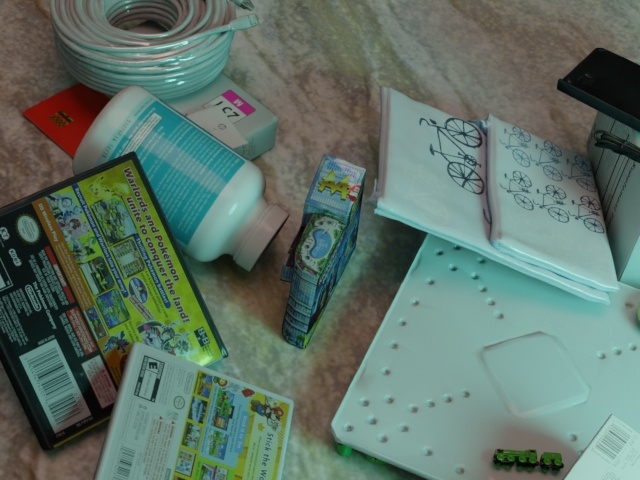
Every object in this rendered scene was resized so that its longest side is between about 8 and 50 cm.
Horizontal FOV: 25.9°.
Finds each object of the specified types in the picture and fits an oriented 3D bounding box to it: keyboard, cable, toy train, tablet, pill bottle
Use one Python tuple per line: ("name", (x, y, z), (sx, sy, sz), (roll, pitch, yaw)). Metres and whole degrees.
("keyboard", (0.448, -0.137, 1.787), (0.317, 0.033, 0.201), (31, 46, 21))
("cable", (-0.248, -0.303, 1.946), (0.257, 0.089, 0.257), (-33, 59, -31))
("toy train", (0.237, 0.250, 1.586), (0.083, 0.017, 0.023), (6, 38, -3))
("tablet", (-0.141, -0.149, 1.879), (0.054, 0.006, 0.083), (-23, 57, -26))
("pill bottle", (-0.172, -0.071, 1.768), (0.264, 0.146, 0.146), (35, 51, 2))

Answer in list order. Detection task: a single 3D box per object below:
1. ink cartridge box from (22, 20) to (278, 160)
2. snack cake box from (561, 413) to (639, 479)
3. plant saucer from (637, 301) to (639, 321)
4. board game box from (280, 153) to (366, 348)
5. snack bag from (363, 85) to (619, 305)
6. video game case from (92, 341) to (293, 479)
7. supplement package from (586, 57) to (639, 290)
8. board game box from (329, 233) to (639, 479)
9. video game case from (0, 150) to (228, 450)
("ink cartridge box", (-0.238, -0.175, 1.929), (0.275, 0.060, 0.239), (39, 53, 24))
("snack cake box", (0.293, 0.338, 1.483), (0.152, 0.089, 0.264), (37, 70, 14))
("plant saucer", (0.438, 0.102, 1.750), (0.083, 0.015, 0.083), (5, 48, -6))
("board game box", (0.000, 0.000, 1.719), (0.060, 0.194, 0.194), (20, 48, 9))
("snack bag", (0.224, -0.077, 1.832), (0.343, 0.037, 0.323), (22, 34, -11))
("video game case", (-0.141, 0.240, 1.558), (0.206, 0.026, 0.227), (22, 46, -13))
("supplement package", (0.482, -0.083, 1.881), (0.178, 0.175, 0.293), (4, 48, -5))
("board game box", (0.257, 0.176, 1.700), (0.390, 0.050, 0.390), (21, 49, 10))
("video game case", (-0.269, 0.067, 1.620), (0.248, 0.035, 0.274), (-27, 95, -28))
